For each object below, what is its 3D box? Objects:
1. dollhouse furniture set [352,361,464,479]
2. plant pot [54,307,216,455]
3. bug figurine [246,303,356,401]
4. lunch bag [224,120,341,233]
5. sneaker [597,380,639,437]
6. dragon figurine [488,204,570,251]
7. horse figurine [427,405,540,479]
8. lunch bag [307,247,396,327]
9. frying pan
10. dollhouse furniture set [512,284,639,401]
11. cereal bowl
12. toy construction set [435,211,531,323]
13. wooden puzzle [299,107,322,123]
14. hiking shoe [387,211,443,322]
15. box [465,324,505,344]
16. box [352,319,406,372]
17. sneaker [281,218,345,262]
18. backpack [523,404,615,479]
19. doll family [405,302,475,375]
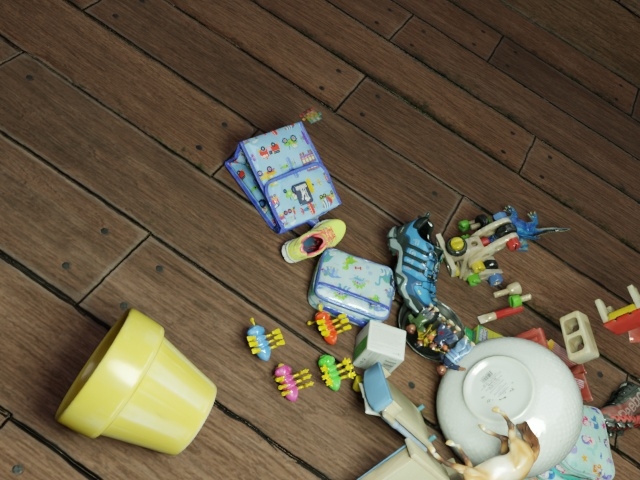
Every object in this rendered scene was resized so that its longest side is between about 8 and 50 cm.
[{"bbox_3d":[0.168,0.487,1.436,0.286,0.198,0.303,45,14,-25],"label":"dollhouse furniture set"},{"bbox_3d":[-0.352,0.302,1.251,0.239,0.254,0.254,37,48,-16],"label":"plant pot"},{"bbox_3d":[-0.046,0.269,1.500,0.279,0.072,0.216,-7,65,-32],"label":"bug figurine"},{"bbox_3d":[-0.093,-0.159,1.776,0.221,0.138,0.293,-27,83,-34],"label":"lunch bag"},{"bbox_3d":[0.832,0.459,1.718,0.276,0.097,0.135,0,56,-25],"label":"sneaker"},{"bbox_3d":[0.642,-0.021,1.992,0.289,0.085,0.144,18,53,-5],"label":"dragon figurine"},{"bbox_3d":[0.349,0.447,1.266,0.263,0.066,0.174,-23,43,-18],"label":"horse figurine"},{"bbox_3d":[0.084,0.129,1.648,0.219,0.090,0.176,22,53,-6],"label":"lunch bag"},{"bbox_3d":[0.255,0.194,1.696,0.197,0.053,0.326,-28,68,-37],"label":"frying pan"},{"bbox_3d":[0.683,0.284,1.575,0.201,0.374,0.152,27,45,-31],"label":"dollhouse furniture set"},{"bbox_3d":[0.428,0.372,1.461,0.339,0.141,0.338,-14,53,20],"label":"cereal bowl"},{"bbox_3d":[0.433,0.085,1.780,0.237,0.257,0.308,-16,83,-12],"label":"toy construction set"},{"bbox_3d":[-0.028,-0.407,2.040,0.049,0.006,0.083,45,52,12],"label":"wooden puzzle"},{"bbox_3d":[0.268,0.068,1.660,0.113,0.132,0.304,24,44,-46],"label":"hiking shoe"},{"bbox_3d":[0.475,0.305,1.715,0.179,0.043,0.105,24,50,-4],"label":"box"},{"bbox_3d":[0.147,0.269,1.562,0.102,0.101,0.087,20,50,-9],"label":"box"},{"bbox_3d":[0.000,0.000,1.688,0.209,0.094,0.081,-32,98,-32],"label":"sneaker"},{"bbox_3d":[0.570,0.503,1.526,0.254,0.191,0.225,12,53,-9],"label":"backpack"},{"bbox_3d":[0.285,0.245,1.525,0.111,0.076,0.193,-42,39,-5],"label":"doll family"}]
